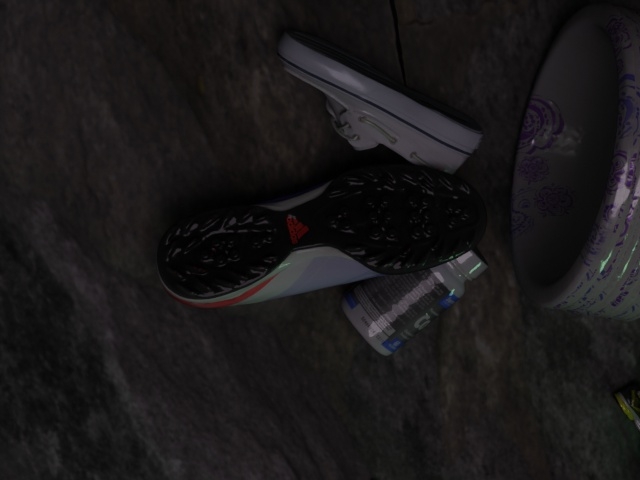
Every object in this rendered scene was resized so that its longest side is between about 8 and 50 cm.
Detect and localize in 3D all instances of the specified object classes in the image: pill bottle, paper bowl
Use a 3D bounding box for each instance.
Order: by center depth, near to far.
[{"bbox_3d":[0.287,-0.067,1.676,0.148,0.284,0.284,10,111,-14],"label":"paper bowl"},{"bbox_3d":[0.094,0.044,1.806,0.137,0.078,0.078,-40,112,9],"label":"pill bottle"}]

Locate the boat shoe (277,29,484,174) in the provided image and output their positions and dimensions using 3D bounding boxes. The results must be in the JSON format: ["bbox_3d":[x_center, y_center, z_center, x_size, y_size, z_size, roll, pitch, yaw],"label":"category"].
[{"bbox_3d":[0.048,-0.119,1.727,0.226,0.083,0.075,26,105,-18],"label":"boat shoe"}]

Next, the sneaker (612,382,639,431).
[{"bbox_3d":[0.345,0.184,1.928,0.035,0.031,0.083,-40,112,8],"label":"sneaker"}]

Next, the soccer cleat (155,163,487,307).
[{"bbox_3d":[0.000,0.000,1.759,0.318,0.116,0.108,-12,80,-4],"label":"soccer cleat"}]
